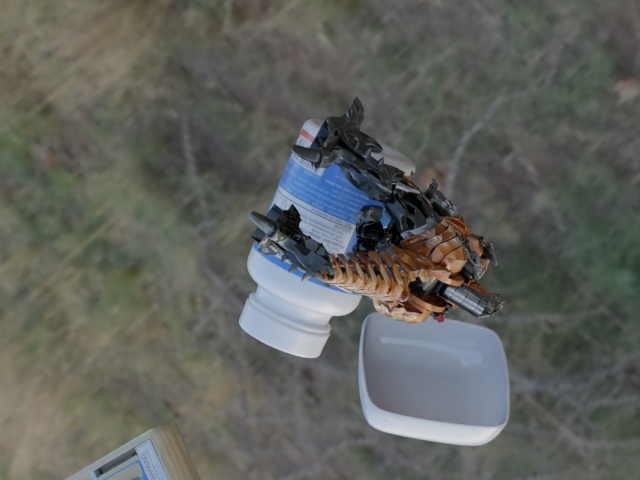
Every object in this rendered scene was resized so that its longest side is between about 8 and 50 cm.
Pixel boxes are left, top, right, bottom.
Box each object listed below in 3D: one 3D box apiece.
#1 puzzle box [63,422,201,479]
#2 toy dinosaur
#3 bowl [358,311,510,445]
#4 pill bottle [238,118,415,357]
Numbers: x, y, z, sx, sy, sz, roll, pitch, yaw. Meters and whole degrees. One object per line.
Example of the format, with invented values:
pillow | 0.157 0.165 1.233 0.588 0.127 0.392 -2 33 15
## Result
puzzle box | -0.216 0.474 2.209 0.272 0.052 0.409 -33 75 33
toy dinosaur | 0.066 -0.002 1.508 0.218 0.164 0.322 37 175 12
bowl | 0.101 0.134 1.586 0.142 0.142 0.053 9 131 -7
pill bottle | 0.000 0.000 1.717 0.124 0.221 0.124 22 -169 -4
